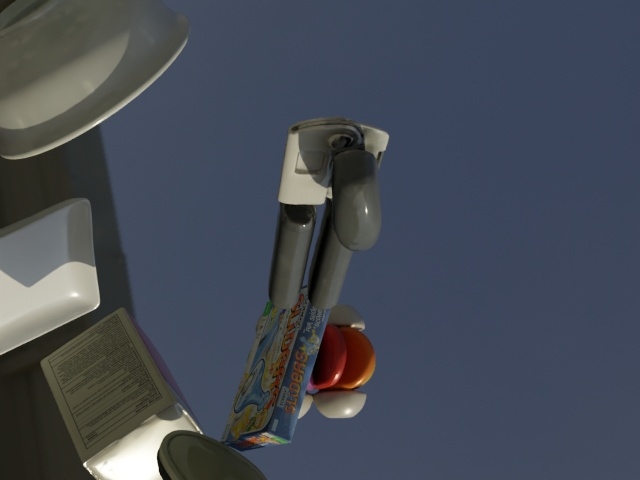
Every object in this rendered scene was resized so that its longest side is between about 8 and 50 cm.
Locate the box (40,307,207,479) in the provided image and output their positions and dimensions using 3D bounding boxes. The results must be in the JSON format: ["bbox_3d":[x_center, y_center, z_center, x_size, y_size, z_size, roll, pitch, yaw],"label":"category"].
[{"bbox_3d":[-0.276,0.232,1.490,0.149,0.126,0.232,-34,-138,-6],"label":"box"}]

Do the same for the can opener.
[{"bbox_3d":[0.000,0.000,0.864,0.283,0.076,0.095,103,-14,-59],"label":"can opener"}]

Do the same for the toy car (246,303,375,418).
[{"bbox_3d":[-0.012,0.165,1.461,0.182,0.136,0.159,-1,-103,-2],"label":"toy car"}]

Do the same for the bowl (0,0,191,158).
[{"bbox_3d":[-0.321,-0.245,1.320,0.298,0.134,0.298,-26,-150,16],"label":"bowl"}]

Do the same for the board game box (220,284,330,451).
[{"bbox_3d":[-0.053,0.160,1.324,0.136,0.035,0.201,-27,-140,56],"label":"board game box"}]

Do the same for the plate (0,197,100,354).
[{"bbox_3d":[-0.463,0.066,1.551,0.045,0.278,0.277,49,-28,26],"label":"plate"}]

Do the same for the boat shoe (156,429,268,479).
[{"bbox_3d":[-0.087,0.381,1.343,0.113,0.340,0.127,-49,-171,30],"label":"boat shoe"}]
